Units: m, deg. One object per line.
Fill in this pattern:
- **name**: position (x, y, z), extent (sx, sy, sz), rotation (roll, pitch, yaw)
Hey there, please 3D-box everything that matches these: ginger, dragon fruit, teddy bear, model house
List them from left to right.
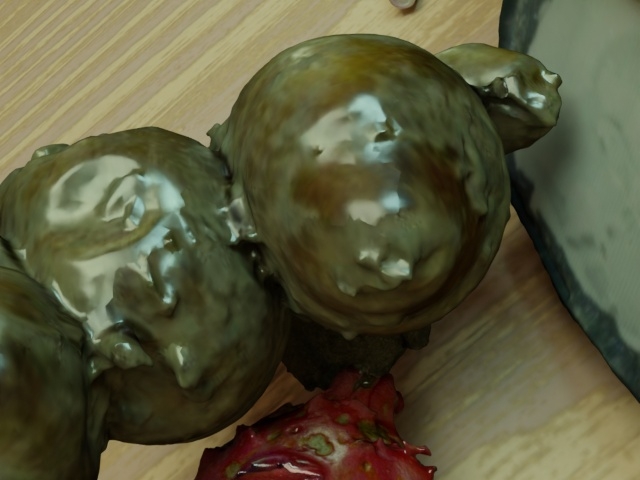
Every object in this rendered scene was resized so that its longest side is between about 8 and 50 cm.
- **ginger**: position (-0.039, 0.005, 0.439), extent (0.375, 0.176, 0.256), rotation (-27, 15, -6)
- **teddy bear**: position (-0.011, -0.012, 0.601), extent (0.182, 0.129, 0.251), rotation (-34, 45, 12)
- **dragon fruit**: position (0.004, 0.134, 0.495), extent (0.153, 0.153, 0.111), rotation (-12, 36, 27)
- **model house**: position (0.272, -0.070, 0.453), extent (0.301, 0.190, 0.271), rotation (-14, 41, -6)

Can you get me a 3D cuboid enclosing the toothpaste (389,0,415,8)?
- **toothpaste**: position (0.091, -0.301, 0.813), extent (0.052, 0.033, 0.218), rotation (-8, 52, 28)
